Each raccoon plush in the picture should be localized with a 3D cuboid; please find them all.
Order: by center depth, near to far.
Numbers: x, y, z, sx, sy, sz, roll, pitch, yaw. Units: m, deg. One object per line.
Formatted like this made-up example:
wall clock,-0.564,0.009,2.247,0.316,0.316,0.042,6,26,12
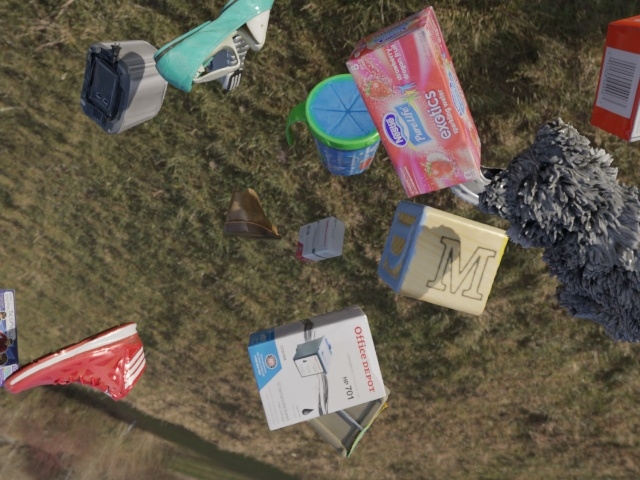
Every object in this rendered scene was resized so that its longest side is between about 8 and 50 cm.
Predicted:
raccoon plush,0.414,0.003,0.597,0.299,0.216,0.446,36,-179,-24

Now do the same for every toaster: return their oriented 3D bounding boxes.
toaster,-0.437,-0.359,1.081,0.129,0.146,0.227,39,129,7

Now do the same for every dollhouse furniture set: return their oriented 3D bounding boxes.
dollhouse furniture set,0.035,0.383,1.275,0.301,0.198,0.151,37,-174,24

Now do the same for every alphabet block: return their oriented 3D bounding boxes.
alphabet block,0.262,0.032,1.067,0.197,0.192,0.194,16,98,-8

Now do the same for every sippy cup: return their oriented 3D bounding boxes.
sippy cup,0.075,-0.305,1.357,0.305,0.240,0.224,34,161,15

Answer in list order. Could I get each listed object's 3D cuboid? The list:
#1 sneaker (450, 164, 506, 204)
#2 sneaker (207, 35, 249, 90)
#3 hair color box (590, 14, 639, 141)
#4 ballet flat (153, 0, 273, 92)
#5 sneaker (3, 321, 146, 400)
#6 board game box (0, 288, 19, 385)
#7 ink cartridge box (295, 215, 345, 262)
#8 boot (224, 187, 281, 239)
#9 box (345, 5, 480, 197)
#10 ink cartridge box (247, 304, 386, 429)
sneaker,0.493,-0.133,1.281,0.281,0.105,0.115,16,131,-15
sneaker,-0.260,-0.526,1.271,0.132,0.086,0.229,36,131,8
hair color box,0.331,-0.154,0.413,0.167,0.053,0.093,-16,125,-8
ballet flat,-0.141,-0.318,0.747,0.087,0.247,0.083,51,172,-17
sneaker,-0.407,0.239,0.831,0.087,0.221,0.128,-16,95,57
board game box,-0.686,0.203,0.981,0.035,0.201,0.136,-7,174,8
ink cartridge box,0.000,0.000,1.325,0.056,0.099,0.135,25,153,-37
boot,-0.162,-0.059,1.210,0.112,0.115,0.305,-1,174,6
box,0.187,-0.252,0.910,0.154,0.142,0.300,-14,123,28
ink cartridge box,-0.007,0.199,0.768,0.190,0.082,0.140,-15,94,-3
